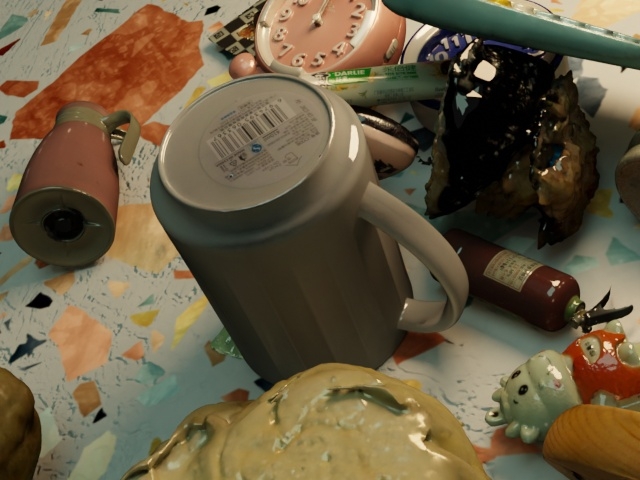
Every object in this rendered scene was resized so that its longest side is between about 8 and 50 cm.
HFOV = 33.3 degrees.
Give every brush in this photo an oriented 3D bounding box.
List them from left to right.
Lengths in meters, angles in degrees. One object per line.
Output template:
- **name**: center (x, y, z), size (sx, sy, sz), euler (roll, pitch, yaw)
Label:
- **brush**: center (0.300, 0.261, 0.965), size (0.267, 0.174, 0.166), euler (22, 70, 41)

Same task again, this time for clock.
- **clock**: center (0.022, -0.292, 1.548), size (0.227, 0.142, 0.241), euler (21, 83, 35)
- **clock**: center (0.231, -0.242, 1.502), size (0.231, 0.083, 0.230), euler (-13, 45, 14)

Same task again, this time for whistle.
- **whistle**: center (0.291, 0.145, 1.114), size (0.253, 0.106, 0.101), euler (-19, 62, 6)

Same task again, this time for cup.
- **cup**: center (0.000, 0.000, 1.200), size (0.323, 0.326, 0.236), euler (10, 56, 24)

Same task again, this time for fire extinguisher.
- **fire extinguisher**: center (0.245, 0.049, 1.245), size (0.231, 0.071, 0.099), euler (23, 41, 36)

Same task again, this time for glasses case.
- **glasses case**: center (0.015, -0.117, 1.371), size (0.314, 0.122, 0.075), euler (-3, 64, 65)

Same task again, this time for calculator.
- **calculator**: center (0.266, -0.261, 1.316), size (0.386, 0.256, 0.054), euler (19, 104, 26)

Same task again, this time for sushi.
- **sushi**: center (-0.078, -0.326, 1.740), size (0.139, 0.031, 0.201), euler (-39, 44, -13)
- **sushi**: center (0.237, -0.116, 1.285), size (0.219, 0.225, 0.238), euler (20, 76, 5)

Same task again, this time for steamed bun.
- **steamed bun**: center (0.003, 0.288, 1.012), size (0.372, 0.230, 0.324), euler (-11, 48, 16)

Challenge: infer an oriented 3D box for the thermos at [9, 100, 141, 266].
- **thermos**: center (-0.352, -0.106, 1.581), size (0.176, 0.146, 0.265), euler (-19, 39, 15)

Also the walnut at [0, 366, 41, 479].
- **walnut**: center (-0.459, 0.261, 1.235), size (0.283, 0.227, 0.283), euler (-5, 41, 4)

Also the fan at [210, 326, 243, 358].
- **fan**: center (-0.033, 0.079, 1.372), size (0.240, 0.009, 0.131), euler (-35, 48, -11)

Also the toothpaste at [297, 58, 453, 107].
- **toothpaste**: center (0.084, -0.202, 1.408), size (0.315, 0.056, 0.058), euler (-8, 90, -7)

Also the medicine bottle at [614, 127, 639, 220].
- **medicine bottle**: center (0.492, -0.152, 1.260), size (0.151, 0.151, 0.322), euler (27, 64, 38)
